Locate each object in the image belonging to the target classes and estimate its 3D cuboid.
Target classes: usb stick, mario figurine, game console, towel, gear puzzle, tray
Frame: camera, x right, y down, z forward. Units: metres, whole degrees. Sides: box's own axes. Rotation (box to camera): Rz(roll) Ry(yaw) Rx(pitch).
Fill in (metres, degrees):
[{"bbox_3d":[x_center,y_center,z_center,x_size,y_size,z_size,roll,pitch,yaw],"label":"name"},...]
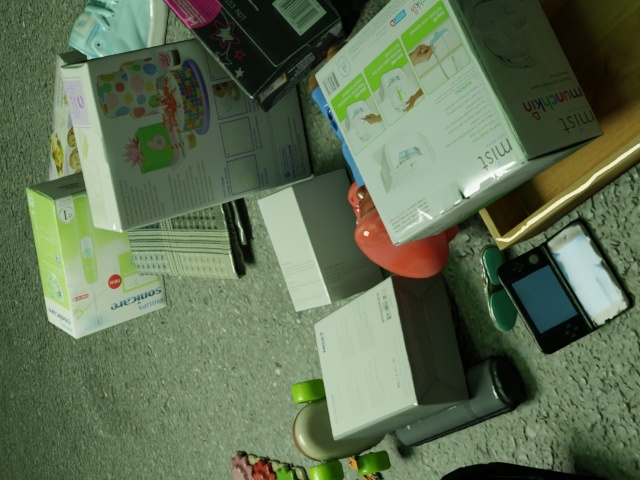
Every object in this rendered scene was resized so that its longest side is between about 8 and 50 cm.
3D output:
[{"bbox_3d":[0.182,0.227,1.604,0.278,0.045,0.077,-37,73,56],"label":"usb stick"},{"bbox_3d":[0.102,-0.101,1.526,0.198,0.170,0.320,58,-167,-71],"label":"mario figurine"},{"bbox_3d":[0.283,0.055,1.356,0.122,0.107,0.071,62,174,14],"label":"game console"},{"bbox_3d":[-0.253,-0.080,2.041,0.324,0.056,0.312,2,108,48],"label":"towel"},{"bbox_3d":[-0.065,0.485,2.086,0.339,0.044,0.175,-2,104,55],"label":"gear puzzle"},{"bbox_3d":[0.282,-0.168,1.241,0.202,0.076,0.411,63,147,12],"label":"tray"}]

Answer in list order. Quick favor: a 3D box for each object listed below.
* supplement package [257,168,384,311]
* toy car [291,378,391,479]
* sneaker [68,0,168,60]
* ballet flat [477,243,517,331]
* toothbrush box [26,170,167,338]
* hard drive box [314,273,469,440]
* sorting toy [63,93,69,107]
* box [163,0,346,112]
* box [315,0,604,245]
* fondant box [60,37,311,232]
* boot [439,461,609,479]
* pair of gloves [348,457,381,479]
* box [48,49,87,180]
[{"bbox_3d":[0.000,0.000,1.696,0.105,0.105,0.179,-17,92,57],"label":"supplement package"},{"bbox_3d":[0.012,0.301,1.815,0.188,0.149,0.155,138,122,-67],"label":"toy car"},{"bbox_3d":[-0.352,-0.377,1.970,0.135,0.150,0.365,31,130,43],"label":"sneaker"},{"bbox_3d":[0.225,0.058,1.473,0.041,0.041,0.114,0,106,55],"label":"ballet flat"},{"bbox_3d":[-0.427,0.015,2.223,0.122,0.206,0.283,23,123,48],"label":"toothbrush box"},{"bbox_3d":[0.093,0.167,1.622,0.232,0.089,0.181,-35,60,55],"label":"hard drive box"},{"bbox_3d":[-0.379,-0.221,2.166,0.274,0.046,0.132,42,138,22],"label":"sorting toy"},{"bbox_3d":[-0.103,-0.321,1.549,0.247,0.163,0.142,48,-178,4],"label":"box"},{"bbox_3d":[0.141,-0.150,1.271,0.262,0.127,0.231,-37,76,55],"label":"box"},{"bbox_3d":[-0.186,-0.169,1.674,0.096,0.330,0.238,9,112,53],"label":"fondant box"},{"bbox_3d":[0.192,0.503,1.506,0.146,0.367,0.445,-80,-14,-64],"label":"boot"},{"bbox_3d":[0.074,0.393,1.874,0.074,0.010,0.083,27,130,45],"label":"pair of gloves"},{"bbox_3d":[-0.499,-0.232,2.328,0.063,0.067,0.324,47,139,31],"label":"box"}]
